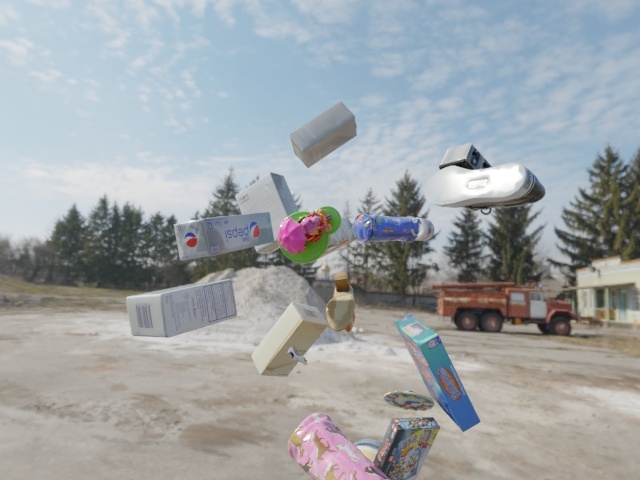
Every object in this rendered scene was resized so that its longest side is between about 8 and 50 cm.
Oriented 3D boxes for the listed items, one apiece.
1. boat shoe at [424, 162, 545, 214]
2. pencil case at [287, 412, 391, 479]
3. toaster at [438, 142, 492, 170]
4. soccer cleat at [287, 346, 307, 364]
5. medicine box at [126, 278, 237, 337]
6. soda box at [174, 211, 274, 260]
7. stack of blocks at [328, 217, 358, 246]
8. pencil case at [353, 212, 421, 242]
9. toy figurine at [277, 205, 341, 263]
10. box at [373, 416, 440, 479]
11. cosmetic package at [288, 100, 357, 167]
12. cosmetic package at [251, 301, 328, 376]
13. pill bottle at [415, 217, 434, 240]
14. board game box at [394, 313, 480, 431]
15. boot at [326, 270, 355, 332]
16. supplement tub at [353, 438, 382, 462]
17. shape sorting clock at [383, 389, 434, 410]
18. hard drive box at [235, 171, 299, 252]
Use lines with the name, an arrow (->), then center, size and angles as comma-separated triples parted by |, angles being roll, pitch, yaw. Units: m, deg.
boat shoe -> 0.393, -0.125, 1.017 | 0.104, 0.113, 0.306 | 24, -14, -29
pencil case -> 0.079, 0.618, 1.086 | 0.160, 0.167, 0.386 | -38, 39, -26
toaster -> 0.619, -0.312, 1.771 | 0.168, 0.110, 0.185 | 38, -21, -23
soccer cleat -> -0.081, 0.409, 1.439 | 0.029, 0.083, 0.035 | -47, -5, 40
medicine box -> -0.502, 0.243, 1.505 | 0.263, 0.149, 0.289 | -10, -2, 41
soda box -> -0.238, -0.016, 1.074 | 0.098, 0.091, 0.286 | -9, 3, 25
stack of blocks -> 0.000, 0.000, 1.381 | 0.171, 0.087, 0.297 | -27, -6, 18
pencil case -> 0.291, -0.049, 1.767 | 0.305, 0.120, 0.133 | 1, 21, -32
toy figurine -> -0.032, -0.021, 0.951 | 0.173, 0.130, 0.159 | -34, -4, 4
box -> 0.257, 0.654, 1.278 | 0.159, 0.233, 0.044 | 10, 18, -24
cosmetic package -> 0.014, -0.391, 1.530 | 0.238, 0.107, 0.127 | -37, -22, -8
cosmetic package -> -0.129, 0.413, 1.708 | 0.160, 0.310, 0.113 | 20, 21, -44
pill bottle -> 0.489, -0.053, 1.998 | 0.108, 0.108, 0.193 | -1, -1, 29
board game box -> 0.247, 0.278, 0.894 | 0.047, 0.210, 0.160 | -28, 7, -5
boot -> 0.091, 0.277, 1.534 | 0.104, 0.211, 0.295 | -6, 36, 9
supplement tub -> 0.139, 0.882, 1.441 | 0.240, 0.241, 0.331 | 0, 8, 23
shape sorting clock -> 0.362, 0.661, 1.691 | 0.206, 0.040, 0.206 | 6, -35, 4
hard drive box -> -0.180, -0.096, 1.484 | 0.181, 0.232, 0.089 | -29, -14, 26
